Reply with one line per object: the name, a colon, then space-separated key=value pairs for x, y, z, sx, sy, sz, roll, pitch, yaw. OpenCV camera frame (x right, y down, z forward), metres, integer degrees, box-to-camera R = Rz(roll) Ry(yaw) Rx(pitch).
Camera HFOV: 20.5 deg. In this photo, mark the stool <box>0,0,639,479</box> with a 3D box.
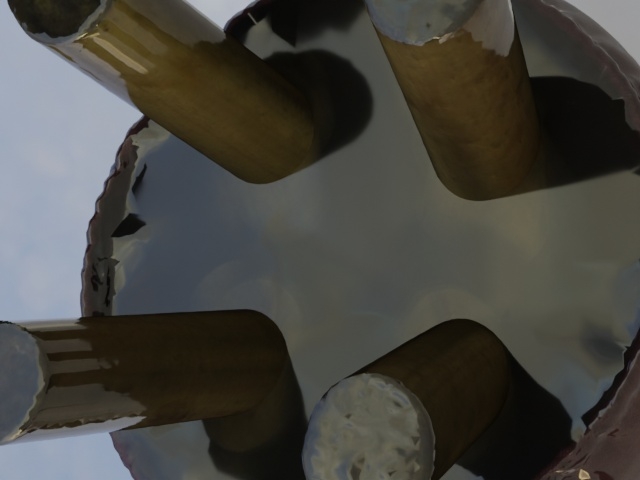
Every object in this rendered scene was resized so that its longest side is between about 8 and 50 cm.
stool: x=0.000 y=0.000 z=0.680 sx=0.178 sy=0.272 sz=0.272 roll=24 pitch=-135 yaw=-61
